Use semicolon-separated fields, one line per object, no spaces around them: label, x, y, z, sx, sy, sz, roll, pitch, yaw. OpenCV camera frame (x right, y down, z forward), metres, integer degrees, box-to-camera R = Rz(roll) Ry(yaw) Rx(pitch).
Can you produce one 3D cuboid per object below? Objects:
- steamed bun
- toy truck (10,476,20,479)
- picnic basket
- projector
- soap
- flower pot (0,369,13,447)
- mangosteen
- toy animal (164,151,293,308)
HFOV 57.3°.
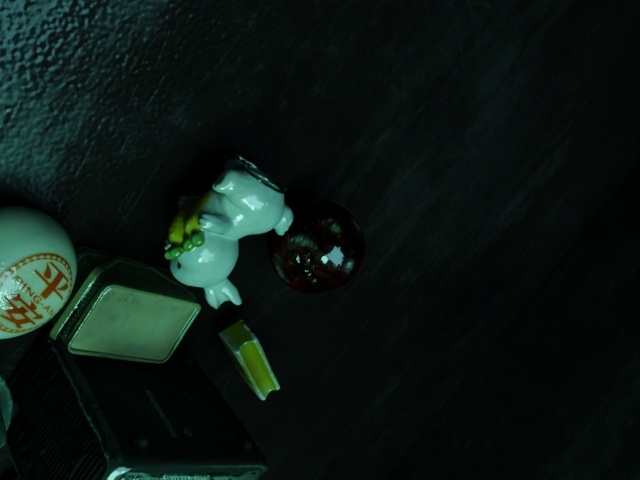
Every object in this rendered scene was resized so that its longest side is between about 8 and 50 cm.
steamed bun;-0.501;0.064;0.965;0.232;0.145;0.231;-49;158;-27
toy truck;-0.579;0.528;1.310;0.210;0.148;0.187;-8;123;-64
picnic basket;-0.391;0.134;1.160;0.267;0.139;0.165;24;102;-53
projector;-0.372;0.392;1.187;0.242;0.395;0.405;-54;140;7
soap;-0.186;0.288;1.480;0.073;0.140;0.232;-35;138;-18
flower pot;-0.646;0.249;0.911;0.299;0.283;0.299;-24;134;-27
mangosteen;0.000;0.000;1.398;0.261;0.236;0.235;-55;157;-55
toy animal;-0.202;-0.016;1.199;0.247;0.183;0.310;23;103;-49
